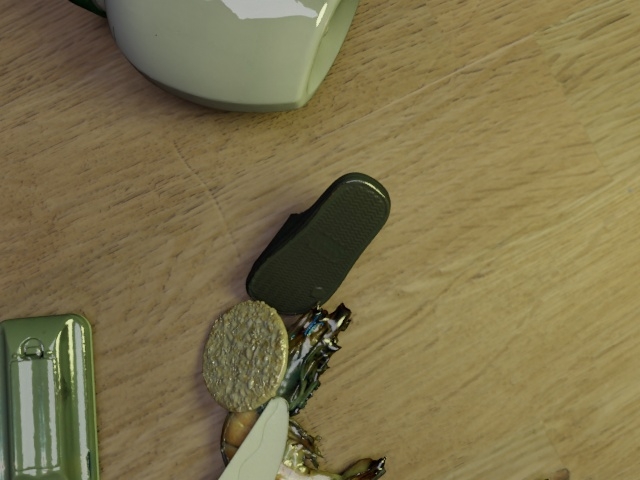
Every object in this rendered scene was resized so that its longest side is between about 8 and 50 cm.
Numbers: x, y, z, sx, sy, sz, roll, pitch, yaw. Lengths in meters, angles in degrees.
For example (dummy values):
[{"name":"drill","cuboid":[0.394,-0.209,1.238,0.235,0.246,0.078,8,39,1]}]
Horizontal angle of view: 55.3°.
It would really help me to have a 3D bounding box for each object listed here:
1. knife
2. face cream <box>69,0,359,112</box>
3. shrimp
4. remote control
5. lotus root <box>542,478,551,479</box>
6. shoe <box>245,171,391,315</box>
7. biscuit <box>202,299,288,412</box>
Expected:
[{"name":"knife","cuboid":[-0.129,0.351,0.792,0.081,0.043,0.336,37,96,0]},{"name":"face cream","cuboid":[-0.140,-0.340,0.799,0.357,0.219,0.312,25,86,5]},{"name":"shrimp","cuboid":[0.001,0.232,0.814,0.222,0.054,0.290,28,94,4]},{"name":"remote control","cuboid":[-0.367,0.269,0.815,0.128,0.065,0.335,-5,85,-3]},{"name":"lotus root","cuboid":[0.324,0.359,0.826,0.083,0.030,0.037,43,92,5]},{"name":"shoe","cuboid":[0.000,0.000,0.830,0.108,0.093,0.241,35,115,-15]},{"name":"biscuit","cuboid":[-0.101,0.153,0.813,0.152,0.020,0.152,-15,64,32]}]
